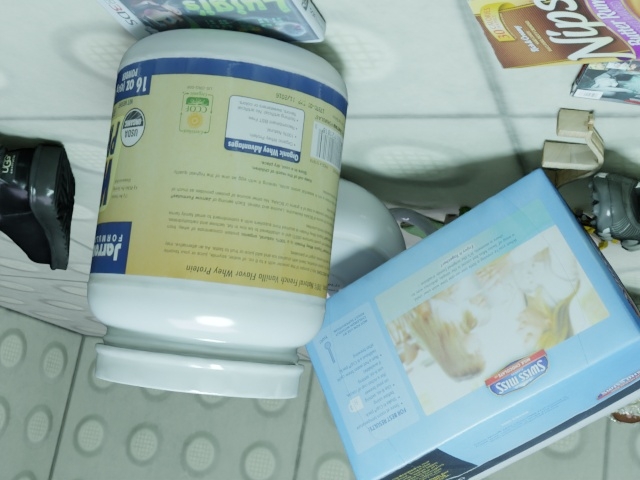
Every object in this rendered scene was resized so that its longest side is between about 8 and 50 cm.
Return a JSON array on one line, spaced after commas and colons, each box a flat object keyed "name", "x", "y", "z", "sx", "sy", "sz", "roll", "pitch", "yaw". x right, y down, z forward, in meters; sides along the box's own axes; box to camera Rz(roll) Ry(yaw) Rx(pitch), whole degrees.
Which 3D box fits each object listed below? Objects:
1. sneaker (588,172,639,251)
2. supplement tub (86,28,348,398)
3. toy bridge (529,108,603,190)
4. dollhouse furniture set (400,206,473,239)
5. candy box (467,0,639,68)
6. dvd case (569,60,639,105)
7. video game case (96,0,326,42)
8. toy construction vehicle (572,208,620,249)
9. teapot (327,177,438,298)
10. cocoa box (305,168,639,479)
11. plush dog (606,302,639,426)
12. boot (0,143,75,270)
[{"name": "sneaker", "x": 0.372, "y": -0.035, "z": 0.970, "sx": 0.106, "sy": 0.078, "sz": 0.234, "roll": -8, "pitch": 168, "yaw": 30}, {"name": "supplement tub", "x": -0.099, "y": -0.017, "z": 0.827, "sx": 0.228, "sy": 0.316, "sz": 0.228, "roll": 6, "pitch": 173, "yaw": 1}, {"name": "toy bridge", "x": 0.272, "y": -0.092, "z": 0.931, "sx": 0.063, "sy": 0.026, "sz": 0.188, "roll": 6, "pitch": 164, "yaw": 5}, {"name": "dollhouse furniture set", "x": 0.180, "y": -0.002, "z": 1.251, "sx": 0.076, "sy": 0.059, "sz": 0.151, "roll": 17, "pitch": 163, "yaw": -24}, {"name": "candy box", "x": 0.211, "y": -0.174, "z": 0.620, "sx": 0.186, "sy": 0.053, "sz": 0.109, "roll": 3, "pitch": 164, "yaw": 28}, {"name": "dvd case", "x": 0.273, "y": -0.149, "z": 0.746, "sx": 0.087, "sy": 0.013, "sz": 0.119, "roll": 8, "pitch": 164, "yaw": 5}, {"name": "video game case", "x": -0.112, "y": -0.215, "z": 0.728, "sx": 0.190, "sy": 0.022, "sz": 0.173, "roll": 3, "pitch": 164, "yaw": 23}, {"name": "toy construction vehicle", "x": 0.361, "y": -0.014, "z": 1.158, "sx": 0.098, "sy": 0.035, "sz": 0.086, "roll": 11, "pitch": 154, "yaw": -15}, {"name": "teapot", "x": 0.000, "y": 0.000, "z": 1.157, "sx": 0.252, "sy": 0.187, "sz": 0.256, "roll": -28, "pitch": 129, "yaw": 23}, {"name": "cocoa box", "x": 0.192, "y": 0.127, "z": 1.016, "sx": 0.347, "sy": 0.231, "sz": 0.228, "roll": -33, "pitch": 148, "yaw": 16}, {"name": "plush dog", "x": 0.496, "y": 0.166, "z": 1.527, "sx": 0.225, "sy": 0.210, "sz": 0.262, "roll": 15, "pitch": 144, "yaw": 42}, {"name": "boot", "x": -0.511, "y": -0.065, "z": 1.299, "sx": 0.260, "sy": 0.131, "sz": 0.348, "roll": 5, "pitch": 155, "yaw": -9}]
